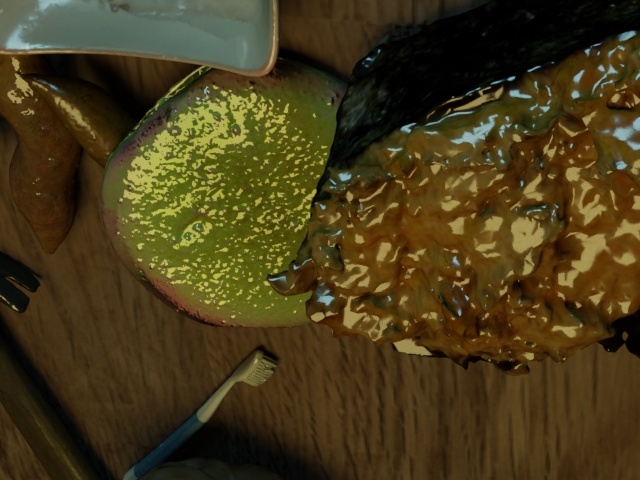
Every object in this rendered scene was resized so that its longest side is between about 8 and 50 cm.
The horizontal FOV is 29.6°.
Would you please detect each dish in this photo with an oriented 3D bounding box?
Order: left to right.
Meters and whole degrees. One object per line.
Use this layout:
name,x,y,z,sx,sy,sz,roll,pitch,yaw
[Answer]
dish,-0.124,-0.192,0.763,0.212,0.077,0.151,7,131,14

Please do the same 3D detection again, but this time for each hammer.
hammer,-0.275,0.172,1.170,0.168,0.044,0.440,-4,130,24

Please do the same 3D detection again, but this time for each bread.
bread,-0.046,-0.023,0.871,0.228,0.033,0.228,-1,124,-2

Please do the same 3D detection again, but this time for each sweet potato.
sweet potato,-0.210,-0.067,0.924,0.065,0.051,0.218,8,134,8
sweet potato,-0.125,-0.036,0.913,0.067,0.067,0.274,-15,129,30

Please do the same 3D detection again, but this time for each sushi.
sushi,0.164,-0.033,0.722,0.348,0.207,0.234,-22,115,28

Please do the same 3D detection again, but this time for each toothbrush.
toothbrush,-0.117,0.174,1.132,0.025,0.019,0.276,29,134,-18

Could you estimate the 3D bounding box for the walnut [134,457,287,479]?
walnut,-0.114,0.332,1.129,0.227,0.273,0.273,41,140,26
